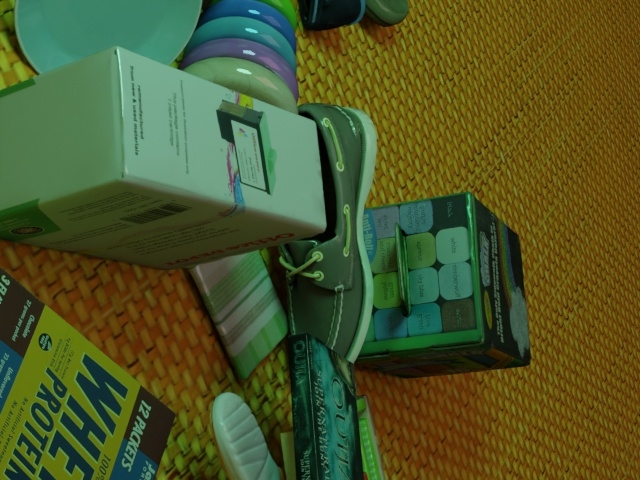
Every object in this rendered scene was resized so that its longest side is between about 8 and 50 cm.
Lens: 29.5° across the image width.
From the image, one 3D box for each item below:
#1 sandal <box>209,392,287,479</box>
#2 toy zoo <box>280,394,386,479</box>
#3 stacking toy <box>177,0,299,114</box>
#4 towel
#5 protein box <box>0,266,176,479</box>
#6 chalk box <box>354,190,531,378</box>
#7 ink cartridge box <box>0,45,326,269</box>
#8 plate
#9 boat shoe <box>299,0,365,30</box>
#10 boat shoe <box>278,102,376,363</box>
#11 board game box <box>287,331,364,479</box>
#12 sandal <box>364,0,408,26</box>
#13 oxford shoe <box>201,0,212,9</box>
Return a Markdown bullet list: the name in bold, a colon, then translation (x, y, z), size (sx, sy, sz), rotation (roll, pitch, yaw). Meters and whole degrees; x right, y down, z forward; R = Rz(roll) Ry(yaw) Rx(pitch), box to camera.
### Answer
- **sandal**: translation (-0.076, 0.261, 1.206), size (0.102, 0.076, 0.265), rotation (-74, 148, -58)
- **toy zoo**: translation (0.021, 0.282, 1.315), size (0.293, 0.030, 0.192), rotation (-2, 79, -73)
- **stacking toy**: translation (-0.081, -0.248, 1.359), size (0.141, 0.141, 0.330), rotation (45, 37, -38)
- **towel**: translation (-0.090, 0.060, 1.314), size (0.113, 0.023, 0.152), rotation (-44, 117, -51)
- **protein box**: translation (-0.253, 0.144, 0.866), size (0.200, 0.201, 0.136), rotation (48, 42, -37)
- **chalk box**: translation (0.123, 0.055, 1.442), size (0.289, 0.179, 0.180), rotation (29, 56, -63)
- **ink cartridge box**: translation (-0.154, -0.061, 1.090), size (0.278, 0.201, 0.117), rotation (14, 67, -54)
- **plate**: translation (-0.200, -0.225, 1.149), size (0.188, 0.188, 0.024), rotation (36, 8, -45)
- **boat shoe**: translation (-0.013, -0.380, 1.492), size (0.109, 0.089, 0.258), rotation (-143, -146, -68)
- **boat shoe**: translation (-0.004, 0.000, 1.341), size (0.091, 0.109, 0.305), rotation (5, 87, -50)
- **board game box**: translation (0.008, 0.199, 1.235), size (0.126, 0.026, 0.186), rotation (40, 41, -58)
- **sandal**: translation (0.041, -0.417, 1.617), size (0.303, 0.086, 0.120), rotation (45, 44, -33)
- **oxford shoe**: translation (-0.152, -0.340, 1.320), size (0.082, 0.096, 0.227), rotation (7, 51, -22)
